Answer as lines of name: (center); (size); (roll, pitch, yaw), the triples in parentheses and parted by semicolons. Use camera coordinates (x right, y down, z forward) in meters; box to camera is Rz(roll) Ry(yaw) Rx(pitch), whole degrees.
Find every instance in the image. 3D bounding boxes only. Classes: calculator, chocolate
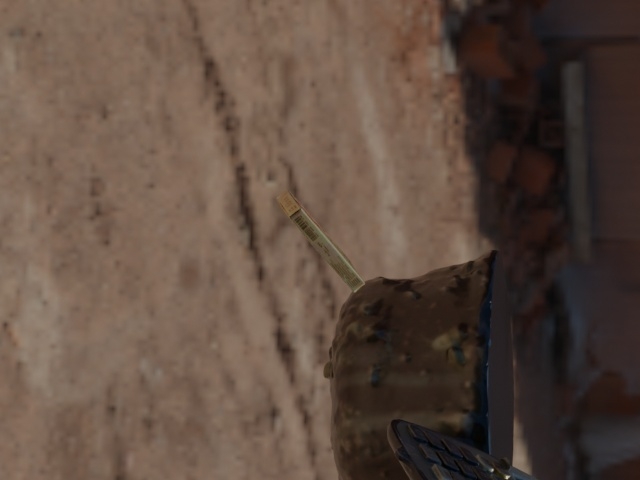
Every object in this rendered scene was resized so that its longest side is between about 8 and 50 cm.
calculator: (0.168, 0.246, 1.608); (0.268, 0.040, 0.177); (32, 13, -30)
chocolate: (0.110, 0.181, 2.001); (0.225, 0.210, 0.340); (65, 26, -63)

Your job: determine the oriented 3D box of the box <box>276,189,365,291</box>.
box: (0.000, 0.000, 1.485); (0.093, 0.015, 0.058); (49, 4, -22)
